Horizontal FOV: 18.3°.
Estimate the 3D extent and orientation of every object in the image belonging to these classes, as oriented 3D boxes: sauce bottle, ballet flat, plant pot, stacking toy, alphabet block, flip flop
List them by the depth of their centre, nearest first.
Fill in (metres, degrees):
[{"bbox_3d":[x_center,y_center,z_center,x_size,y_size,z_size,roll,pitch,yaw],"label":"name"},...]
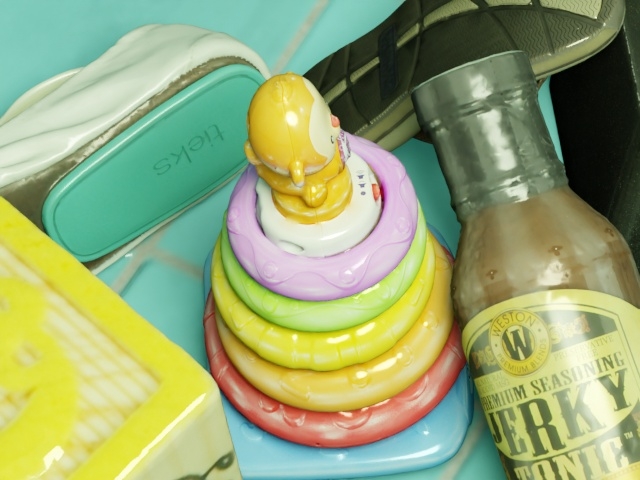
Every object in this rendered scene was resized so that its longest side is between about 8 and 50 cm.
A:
[{"bbox_3d":[0.136,0.067,1.100,0.111,0.111,0.344,-20,84,-6],"label":"sauce bottle"},{"bbox_3d":[0.000,0.000,1.113,0.166,0.302,0.175,-5,59,3],"label":"stacking toy"},{"bbox_3d":[-0.172,0.130,1.116,0.193,0.197,0.192,36,70,23],"label":"alphabet block"},{"bbox_3d":[0.244,-0.084,1.216,0.188,0.167,0.187,-7,59,3],"label":"plant pot"},{"bbox_3d":[0.080,-0.096,1.236,0.277,0.080,0.112,-31,42,37],"label":"flip flop"},{"bbox_3d":[-0.209,-0.013,1.259,0.400,0.139,0.139,-35,62,-19],"label":"ballet flat"}]
